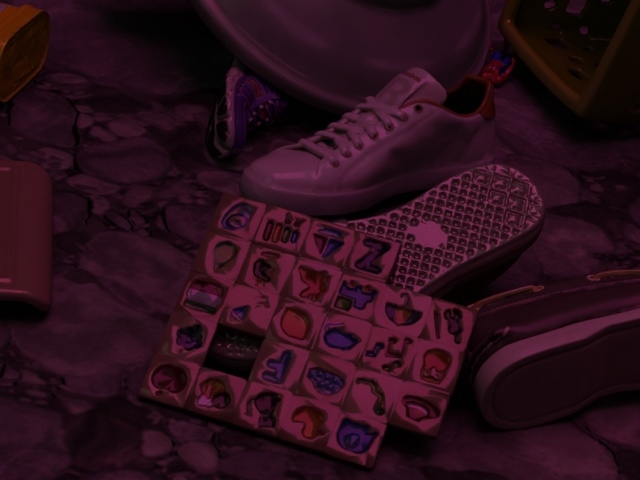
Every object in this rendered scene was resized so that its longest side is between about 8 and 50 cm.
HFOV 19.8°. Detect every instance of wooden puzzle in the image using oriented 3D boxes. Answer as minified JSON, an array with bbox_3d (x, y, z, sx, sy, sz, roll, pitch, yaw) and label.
[{"bbox_3d":[-0.351,-0.010,1.587,0.239,0.044,0.221,7,31,-12],"label":"wooden puzzle"}]

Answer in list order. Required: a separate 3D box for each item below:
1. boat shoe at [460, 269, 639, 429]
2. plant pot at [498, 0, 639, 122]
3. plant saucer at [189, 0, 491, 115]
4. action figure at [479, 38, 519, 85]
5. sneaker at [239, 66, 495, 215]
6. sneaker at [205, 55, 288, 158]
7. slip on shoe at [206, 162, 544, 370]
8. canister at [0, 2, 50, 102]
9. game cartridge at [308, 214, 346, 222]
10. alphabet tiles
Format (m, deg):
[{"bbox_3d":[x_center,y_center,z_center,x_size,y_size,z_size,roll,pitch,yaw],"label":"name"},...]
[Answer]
[{"bbox_3d":[0.259,0.073,1.552,0.324,0.116,0.096,-12,40,-21],"label":"boat shoe"},{"bbox_3d":[0.361,-0.260,2.000,0.207,0.228,0.227,10,28,-28],"label":"plant pot"},{"bbox_3d":[0.030,-0.315,1.949,0.400,0.100,0.400,16,53,-23],"label":"plant saucer"},{"bbox_3d":[0.200,-0.200,2.051,0.038,0.030,0.115,24,36,13],"label":"action figure"},{"bbox_3d":[0.047,-0.105,1.757,0.290,0.123,0.106,-15,32,-35],"label":"sneaker"},{"bbox_3d":[-0.069,-0.136,1.840,0.071,0.068,0.170,20,34,-3],"label":"sneaker"},{"bbox_3d":[0.044,0.035,1.575,0.331,0.101,0.123,-23,64,-23],"label":"slip on shoe"},{"bbox_3d":[-0.377,-0.207,1.858,0.170,0.073,0.126,15,32,11],"label":"canister"},{"bbox_3d":[0.000,0.000,1.687,0.056,0.017,0.083,7,31,-11],"label":"game cartridge"},{"bbox_3d":[-0.002,0.074,1.481,0.237,0.009,0.198,16,63,10],"label":"alphabet tiles"}]
